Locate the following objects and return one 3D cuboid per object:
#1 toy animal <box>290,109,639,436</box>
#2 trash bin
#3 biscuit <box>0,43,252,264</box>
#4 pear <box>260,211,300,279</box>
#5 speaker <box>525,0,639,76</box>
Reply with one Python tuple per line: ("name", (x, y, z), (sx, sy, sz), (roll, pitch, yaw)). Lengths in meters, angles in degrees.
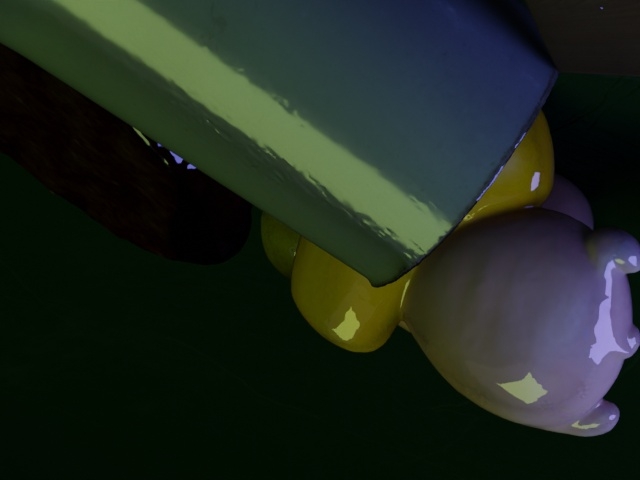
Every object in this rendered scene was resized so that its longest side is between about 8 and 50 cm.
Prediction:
("toy animal", (0.171, 0.005, 1.778), (0.345, 0.277, 0.247), (23, -174, 25))
("trash bin", (-0.058, -0.184, 1.436), (0.432, 0.280, 0.280), (36, 153, -9))
("biscuit", (-0.223, -0.131, 1.725), (0.407, 0.091, 0.407), (33, 163, 11))
("pear", (0.000, 0.000, 2.017), (0.141, 0.104, 0.141), (22, 158, 10))
("speaker", (0.268, -0.211, 1.307), (0.231, 0.153, 0.192), (6, 150, 31))
